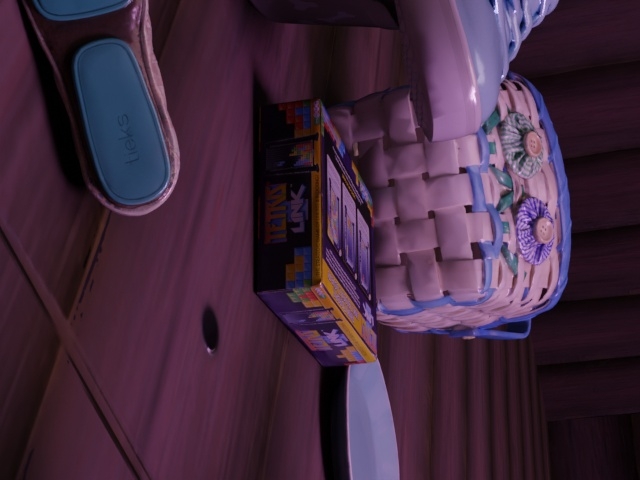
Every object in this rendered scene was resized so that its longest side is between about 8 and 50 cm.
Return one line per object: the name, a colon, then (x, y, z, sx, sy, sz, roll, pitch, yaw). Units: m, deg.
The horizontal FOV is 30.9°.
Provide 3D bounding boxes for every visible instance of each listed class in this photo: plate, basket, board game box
plate: (0.035, 0.174, 0.941, 0.188, 0.024, 0.188, -8, 90, -77)
basket: (0.129, -0.026, 1.058, 0.289, 0.201, 0.254, -1, 83, -67)
board game box: (0.000, 0.000, 0.840, 0.170, 0.048, 0.141, 57, 31, -62)

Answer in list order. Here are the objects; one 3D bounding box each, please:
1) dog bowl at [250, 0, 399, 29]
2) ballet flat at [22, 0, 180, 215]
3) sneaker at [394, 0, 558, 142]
dog bowl: (-0.013, -0.318, 0.842, 0.349, 0.102, 0.348, -8, 90, -77)
ballet flat: (-0.099, -0.092, 0.499, 0.052, 0.057, 0.168, -147, -131, -71)
sneaker: (0.133, -0.208, 0.849, 0.366, 0.150, 0.135, -82, 160, -47)
